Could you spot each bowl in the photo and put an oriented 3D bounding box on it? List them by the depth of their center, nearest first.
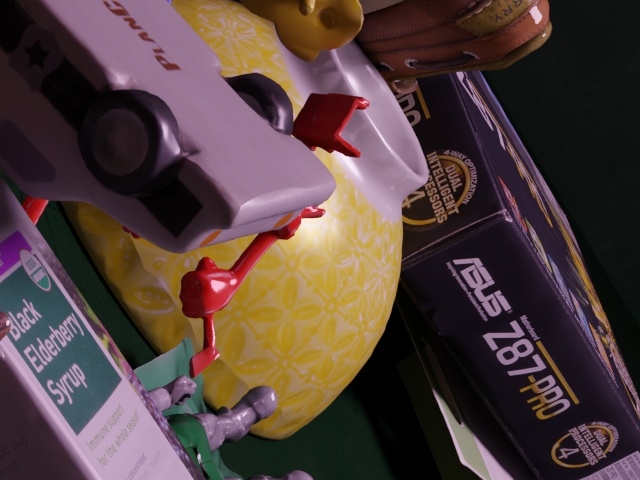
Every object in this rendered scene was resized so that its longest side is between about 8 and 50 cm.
[{"bbox_3d":[-0.030,-0.044,1.156,0.289,0.156,0.289,54,13,-19],"label":"bowl"}]

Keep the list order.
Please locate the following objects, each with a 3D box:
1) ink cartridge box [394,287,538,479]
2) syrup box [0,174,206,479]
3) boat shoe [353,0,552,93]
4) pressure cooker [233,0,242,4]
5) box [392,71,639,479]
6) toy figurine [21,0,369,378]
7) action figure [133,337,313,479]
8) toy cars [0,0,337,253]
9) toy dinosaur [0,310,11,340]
[{"bbox_3d":[0.104,0.145,1.445,0.235,0.056,0.171,39,24,-52],"label":"ink cartridge box"},{"bbox_3d":[-0.112,0.085,0.700,0.237,0.096,0.093,58,12,-7],"label":"syrup box"},{"bbox_3d":[0.040,-0.139,1.242,0.104,0.111,0.307,47,-13,-16],"label":"boat shoe"},{"bbox_3d":[-0.085,-0.355,1.166,0.420,0.375,0.370,60,11,9],"label":"pressure cooker"},{"bbox_3d":[0.127,0.002,1.453,0.395,0.097,0.318,53,13,-45],"label":"box"},{"bbox_3d":[-0.181,-0.105,0.876,0.362,0.191,0.217,31,-10,-31],"label":"toy figurine"},{"bbox_3d":[-0.070,0.109,0.891,0.137,0.063,0.232,64,17,8],"label":"action figure"},{"bbox_3d":[-0.174,-0.101,0.668,0.393,0.087,0.176,30,26,-23],"label":"toy cars"},{"bbox_3d":[-0.193,0.012,0.516,0.296,0.127,0.200,65,14,7],"label":"toy dinosaur"}]
